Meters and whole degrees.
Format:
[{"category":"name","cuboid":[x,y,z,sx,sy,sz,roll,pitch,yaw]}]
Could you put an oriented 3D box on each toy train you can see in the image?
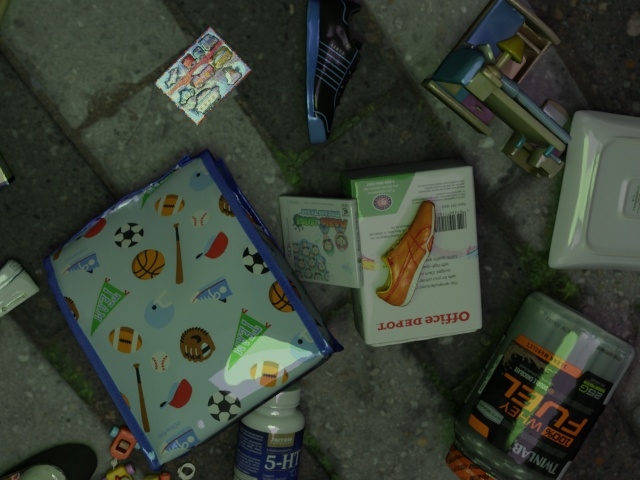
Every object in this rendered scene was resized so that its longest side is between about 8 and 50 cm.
[{"category":"toy train","cuboid":[-0.301,0.391,1.567,0.166,0.046,0.125,34,94,-14]}]

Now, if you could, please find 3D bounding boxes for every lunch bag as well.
[{"category":"lunch bag","cuboid":[-0.200,0.095,1.422,0.327,0.239,0.385,-35,82,0]}]

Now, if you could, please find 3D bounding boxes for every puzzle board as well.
[{"category":"puzzle board","cuboid":[-0.187,-0.262,1.471,0.128,0.011,0.096,-45,105,2]}]

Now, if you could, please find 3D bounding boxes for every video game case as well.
[{"category":"video game case","cuboid":[0.000,0.000,1.495,0.019,0.157,0.143,-18,108,-47]}]

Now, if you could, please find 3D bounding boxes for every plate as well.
[{"category":"plate","cuboid":[0.544,-0.076,1.599,0.277,0.045,0.277,3,102,-19]}]

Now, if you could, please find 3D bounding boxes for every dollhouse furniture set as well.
[{"category":"dollhouse furniture set","cuboid":[0.338,-0.240,1.415,0.286,0.303,0.198,36,94,-15]}]

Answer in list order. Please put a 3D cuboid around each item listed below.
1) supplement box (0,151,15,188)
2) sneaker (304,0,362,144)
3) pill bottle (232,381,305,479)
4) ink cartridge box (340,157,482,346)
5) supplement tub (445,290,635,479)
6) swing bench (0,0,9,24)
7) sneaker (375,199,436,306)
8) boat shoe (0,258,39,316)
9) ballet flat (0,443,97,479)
[{"category":"supplement box","cuboid":[-0.531,-0.110,1.419,0.083,0.056,0.083,-25,104,-4]},{"category":"sneaker","cuboid":[0.021,-0.269,1.469,0.090,0.081,0.232,1,100,-3]},{"category":"pill bottle","cuboid":[-0.084,0.329,1.558,0.112,0.112,0.187,5,101,-11]},{"category":"ink cartridge box","cuboid":[0.150,0.016,1.531,0.201,0.117,0.278,-7,102,-8]},{"category":"supplement tub","cuboid":[0.366,0.275,1.575,0.207,0.207,0.338,27,95,-14]},{"category":"swing bench","cuboid":[-0.540,-0.453,1.296,0.253,0.165,0.255,25,93,-13]},{"category":"sneaker","cuboid":[0.134,0.018,1.436,0.067,0.064,0.175,20,95,-2]},{"category":"boat shoe","cuboid":[-0.543,0.131,1.452,0.226,0.083,0.076,-43,104,0]},{"category":"ballet flat","cuboid":[-0.501,0.424,1.513,0.280,0.096,0.095,-22,104,-5]}]
